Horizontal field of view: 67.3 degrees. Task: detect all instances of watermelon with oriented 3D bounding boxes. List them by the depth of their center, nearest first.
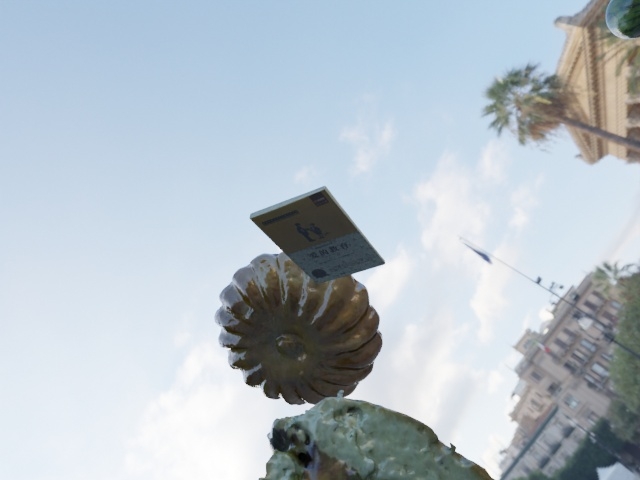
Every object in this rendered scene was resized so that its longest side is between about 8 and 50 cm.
[{"bbox_3d":[0.589,-0.425,0.889,0.109,0.109,0.109,-26,-45,-29],"label":"watermelon"}]

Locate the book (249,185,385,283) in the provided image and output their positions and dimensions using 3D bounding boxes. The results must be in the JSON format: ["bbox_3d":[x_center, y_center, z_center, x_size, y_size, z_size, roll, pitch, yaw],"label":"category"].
[{"bbox_3d":[0.000,0.000,0.662,0.118,0.012,0.172,-19,-45,26],"label":"book"}]

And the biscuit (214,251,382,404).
[{"bbox_3d":[-0.049,0.176,0.896,0.107,0.326,0.325,-59,-10,-67],"label":"biscuit"}]

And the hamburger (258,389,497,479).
[{"bbox_3d":[0.082,0.258,0.387,0.132,0.309,0.211,-46,-16,-22],"label":"hamburger"}]
